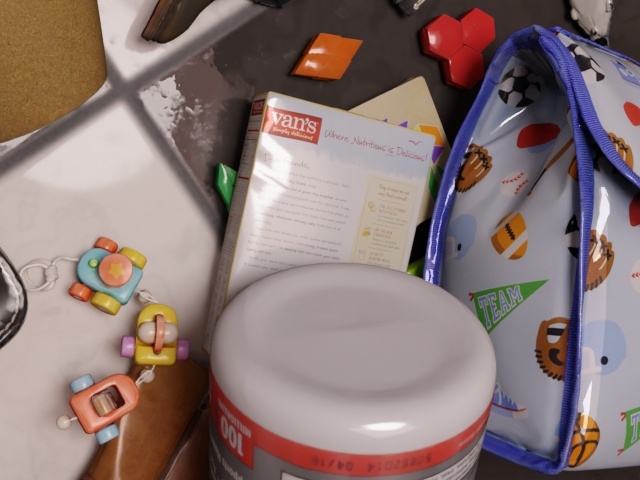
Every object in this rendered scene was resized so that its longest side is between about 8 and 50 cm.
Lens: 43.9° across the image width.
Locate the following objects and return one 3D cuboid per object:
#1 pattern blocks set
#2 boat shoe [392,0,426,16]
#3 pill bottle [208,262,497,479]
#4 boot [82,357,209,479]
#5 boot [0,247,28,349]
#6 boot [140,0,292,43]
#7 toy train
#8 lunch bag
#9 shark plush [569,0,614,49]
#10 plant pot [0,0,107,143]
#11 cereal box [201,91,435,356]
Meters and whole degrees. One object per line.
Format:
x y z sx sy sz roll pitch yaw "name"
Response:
0.058 -0.068 0.786 0.325 0.026 0.285 -20 104 -20 "pattern blocks set"
0.119 -0.270 0.777 0.125 0.046 0.038 -44 110 -9 "boat shoe"
0.012 0.219 0.655 0.210 0.210 0.362 -8 121 -22 "pill bottle"
-0.202 0.209 0.674 0.264 0.096 0.280 32 81 -20 "boot"
-0.307 -0.057 0.482 0.377 0.284 0.138 51 59 -20 "boot"
-0.054 -0.231 0.689 0.106 0.082 0.219 40 78 -19 "boot"
-0.178 0.076 0.661 0.125 0.046 0.166 -22 83 -24 "toy train"
0.286 0.013 0.775 0.328 0.239 0.385 10 86 -35 "lunch bag"
0.306 -0.262 0.856 0.067 0.073 0.161 -36 106 -47 "shark plush"
-0.259 -0.203 0.547 0.237 0.237 0.254 -34 124 -16 "plant pot"
0.000 0.000 0.729 0.173 0.047 0.240 12 92 -24 "cereal box"
